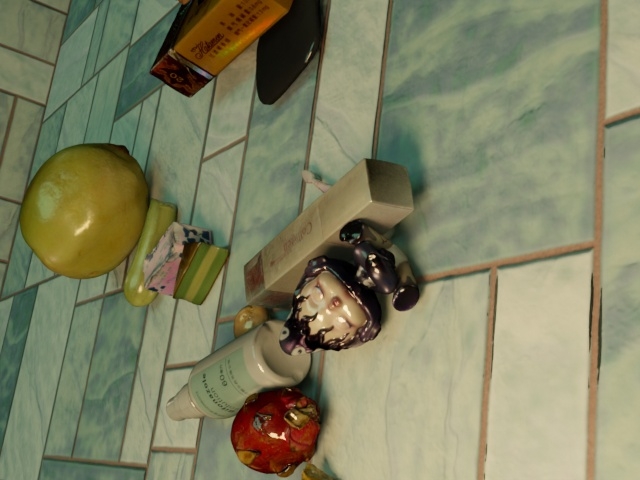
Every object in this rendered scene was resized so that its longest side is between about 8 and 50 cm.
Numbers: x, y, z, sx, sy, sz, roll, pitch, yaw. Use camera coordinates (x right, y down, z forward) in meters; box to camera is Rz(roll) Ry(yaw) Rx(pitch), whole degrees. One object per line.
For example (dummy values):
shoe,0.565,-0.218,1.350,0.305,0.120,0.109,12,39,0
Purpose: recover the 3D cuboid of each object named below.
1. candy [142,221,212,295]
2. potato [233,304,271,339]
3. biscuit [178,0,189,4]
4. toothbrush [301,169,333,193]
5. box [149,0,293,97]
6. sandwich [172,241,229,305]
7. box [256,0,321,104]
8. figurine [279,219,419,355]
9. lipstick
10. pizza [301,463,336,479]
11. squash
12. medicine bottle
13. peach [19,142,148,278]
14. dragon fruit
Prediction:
candy,-0.295,0.039,1.754,0.160,0.092,0.073,-50,39,34
potato,-0.117,0.148,1.458,0.068,0.062,0.083,-95,14,-57
biscuit,-0.207,-0.622,1.763,0.277,0.052,0.262,-45,29,21
toothbrush,0.030,-0.069,1.360,0.269,0.027,0.021,41,123,57
box,-0.186,-0.495,1.782,0.415,0.116,0.264,-24,43,51
sandwich,-0.232,0.066,1.657,0.074,0.074,0.116,1,76,58
box,-0.059,-0.382,1.644,0.201,0.042,0.212,-38,45,42
figurine,0.029,0.079,1.202,0.222,0.145,0.145,-42,42,26
lipstick,0.000,0.000,1.290,0.371,0.080,0.076,-41,48,49
pizza,0.014,0.454,1.072,0.182,0.074,0.365,-44,41,51
squash,-0.375,0.026,1.897,0.083,0.083,0.250,-6,68,56
medicine bottle,-0.156,0.235,1.416,0.352,0.110,0.110,-34,47,45
peach,-0.564,-0.076,2.055,0.315,0.281,0.314,-49,32,19
dragon fruit,-0.079,0.292,1.285,0.246,0.125,0.125,142,124,-66
